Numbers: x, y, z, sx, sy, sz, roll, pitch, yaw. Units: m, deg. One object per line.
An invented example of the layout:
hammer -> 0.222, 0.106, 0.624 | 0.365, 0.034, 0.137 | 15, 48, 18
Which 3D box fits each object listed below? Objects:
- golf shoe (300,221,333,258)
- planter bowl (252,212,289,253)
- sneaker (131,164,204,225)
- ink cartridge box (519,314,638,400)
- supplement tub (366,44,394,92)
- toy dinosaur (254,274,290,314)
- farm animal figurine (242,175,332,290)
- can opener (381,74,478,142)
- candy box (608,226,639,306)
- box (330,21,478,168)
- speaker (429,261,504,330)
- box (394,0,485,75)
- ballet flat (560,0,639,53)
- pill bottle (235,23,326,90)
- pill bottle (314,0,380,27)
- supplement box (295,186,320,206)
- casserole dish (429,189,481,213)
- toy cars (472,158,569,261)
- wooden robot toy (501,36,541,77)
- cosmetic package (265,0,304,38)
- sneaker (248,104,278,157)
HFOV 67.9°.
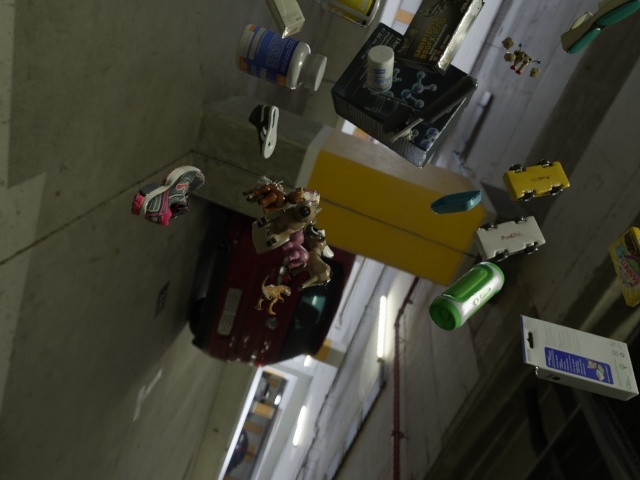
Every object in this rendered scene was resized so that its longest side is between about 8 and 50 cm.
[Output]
golf shoe -> 0.000, 0.000, 2.215 | 0.094, 0.198, 0.077 | -45, -176, 19
planter bowl -> -0.190, -0.037, 1.775 | 0.162, 0.109, 0.162 | -26, -166, 7
sneaker -> -0.439, -0.130, 1.445 | 0.121, 0.112, 0.299 | -65, 175, 36
ink cartridge box -> 0.725, 0.336, 1.373 | 0.065, 0.332, 0.165 | 107, 0, -50
supplement tub -> 0.159, -0.457, 1.275 | 0.107, 0.071, 0.071 | 81, 26, -61
toy dinosaur -> -0.155, 0.157, 1.413 | 0.211, 0.064, 0.112 | 28, 80, -71
farm animal figurine -> -0.074, -0.039, 1.424 | 0.327, 0.172, 0.330 | 24, -42, 66
can opener -> 0.298, -0.365, 1.316 | 0.280, 0.093, 0.074 | -30, -174, 22
candy box -> 0.872, 0.071, 1.327 | 0.105, 0.027, 0.206 | 105, -4, -50
box -> 0.281, -0.495, 1.652 | 0.293, 0.395, 0.212 | -55, 171, -2
speaker -> 0.508, 0.188, 1.645 | 0.296, 0.131, 0.131 | -31, 157, -31
box -> 0.340, -0.614, 1.391 | 0.183, 0.056, 0.231 | 37, -80, 44
ballet flat -> 0.816, -0.654, 1.401 | 0.248, 0.086, 0.086 | -34, -148, 60
pill bottle -> -0.125, -0.584, 1.546 | 0.152, 0.272, 0.152 | 21, 90, -88
pill bottle -> 0.077, -0.785, 1.534 | 0.119, 0.208, 0.119 | -163, -90, -70
supplement box -> -0.049, -0.154, 1.721 | 0.043, 0.083, 0.055 | -11, -110, 56
casserole dish -> 0.456, -0.125, 1.597 | 0.114, 0.037, 0.188 | -35, -163, -33
toy cars -> 0.531, -0.076, 1.285 | 0.394, 0.176, 0.087 | -56, 178, -23
wooden robot toy -> 0.661, -0.611, 1.601 | 0.076, 0.173, 0.079 | -52, -161, 22
cosmetic package -> -0.074, -0.441, 0.872 | 0.041, 0.115, 0.060 | -26, -171, -9
sneaker -> -0.252, -0.467, 2.022 | 0.079, 0.121, 0.217 | -12, 116, -65
